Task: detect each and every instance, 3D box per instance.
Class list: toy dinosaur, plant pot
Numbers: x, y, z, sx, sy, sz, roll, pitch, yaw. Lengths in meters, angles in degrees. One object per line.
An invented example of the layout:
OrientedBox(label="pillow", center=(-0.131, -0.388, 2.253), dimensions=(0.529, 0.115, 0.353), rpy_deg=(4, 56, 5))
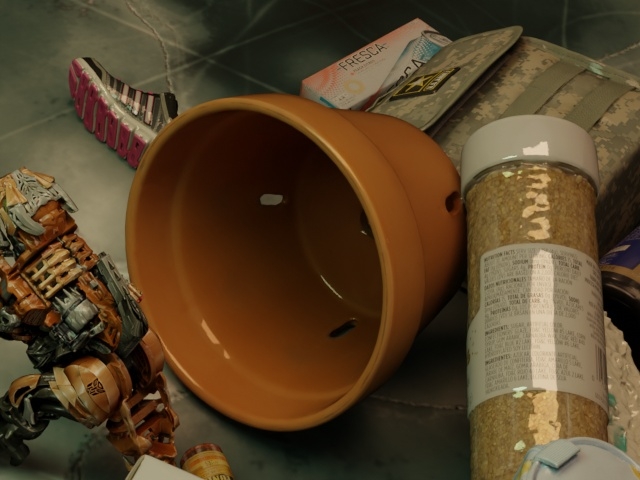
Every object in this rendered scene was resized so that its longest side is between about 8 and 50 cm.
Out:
OrientedBox(label="toy dinosaur", center=(-0.204, 0.102, 1.616), dimensions=(0.164, 0.218, 0.322), rpy_deg=(-10, 87, -43))
OrientedBox(label="plant pot", center=(0.000, 0.000, 1.763), dimensions=(0.291, 0.291, 0.203), rpy_deg=(36, 33, 24))

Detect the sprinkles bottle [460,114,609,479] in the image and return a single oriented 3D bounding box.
OrientedBox(label="sprinkles bottle", center=(0.179, 0.070, 1.665), dimensions=(0.121, 0.121, 0.355), rpy_deg=(5, 59, -7))

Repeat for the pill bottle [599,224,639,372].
OrientedBox(label="pill bottle", center=(0.333, 0.038, 1.885), dimensions=(0.123, 0.123, 0.219), rpy_deg=(34, 48, 22))

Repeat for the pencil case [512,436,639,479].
OrientedBox(label="pencil case", center=(0.159, 0.256, 1.519), dimensions=(0.113, 0.273, 0.124), rpy_deg=(-14, 64, -28))

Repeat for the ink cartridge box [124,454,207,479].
OrientedBox(label="ink cartridge box", center=(0.011, 0.302, 1.506), dimensions=(0.371, 0.176, 0.069), rpy_deg=(20, 44, 9))

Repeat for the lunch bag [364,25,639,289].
OrientedBox(label="lunch bag", center=(0.168, -0.086, 1.952), dimensions=(0.287, 0.169, 0.235), rpy_deg=(25, 48, 24))

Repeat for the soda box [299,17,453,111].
OrientedBox(label="soda box", center=(0.059, -0.165, 2.084), dimensions=(0.063, 0.058, 0.183), rpy_deg=(38, 50, 25))

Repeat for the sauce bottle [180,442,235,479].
OrientedBox(label="sauce bottle", center=(-0.081, 0.228, 1.661), dimensions=(0.042, 0.042, 0.128), rpy_deg=(-10, 47, -21))

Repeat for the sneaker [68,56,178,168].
OrientedBox(label="sneaker", center=(-0.183, -0.127, 1.993), dimensions=(0.075, 0.063, 0.170), rpy_deg=(-30, 62, -34))

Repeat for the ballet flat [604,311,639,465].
OrientedBox(label="ballet flat", center=(0.249, 0.191, 1.731), dimensions=(0.147, 0.147, 0.409), rpy_deg=(-4, 49, -16))
